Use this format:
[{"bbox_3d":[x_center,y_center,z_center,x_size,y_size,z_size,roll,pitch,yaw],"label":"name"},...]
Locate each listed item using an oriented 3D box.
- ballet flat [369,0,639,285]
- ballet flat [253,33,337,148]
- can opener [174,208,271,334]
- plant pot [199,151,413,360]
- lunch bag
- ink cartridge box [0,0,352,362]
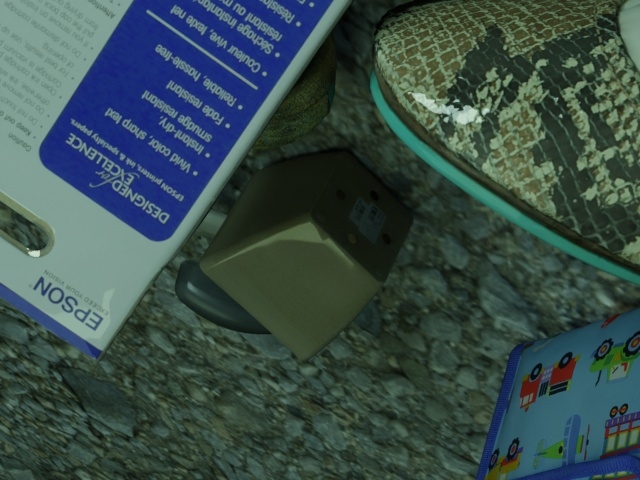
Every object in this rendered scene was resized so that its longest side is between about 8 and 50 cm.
[{"bbox_3d":[0.259,-0.013,0.682,0.483,0.164,0.182,35,129,-14],"label":"ballet flat"},{"bbox_3d":[-0.146,-0.147,0.889,0.349,0.123,0.123,23,148,17],"label":"ballet flat"},{"bbox_3d":[-0.131,-0.005,1.028,0.283,0.095,0.076,18,164,-19],"label":"can opener"},{"bbox_3d":[0.000,0.000,0.970,0.109,0.109,0.096,43,136,-16],"label":"plant pot"},{"bbox_3d":[0.178,0.194,0.883,0.138,0.293,0.221,41,149,-13],"label":"lunch bag"},{"bbox_3d":[-0.070,-0.140,0.633,0.176,0.371,0.069,35,-167,-3],"label":"ink cartridge box"}]
